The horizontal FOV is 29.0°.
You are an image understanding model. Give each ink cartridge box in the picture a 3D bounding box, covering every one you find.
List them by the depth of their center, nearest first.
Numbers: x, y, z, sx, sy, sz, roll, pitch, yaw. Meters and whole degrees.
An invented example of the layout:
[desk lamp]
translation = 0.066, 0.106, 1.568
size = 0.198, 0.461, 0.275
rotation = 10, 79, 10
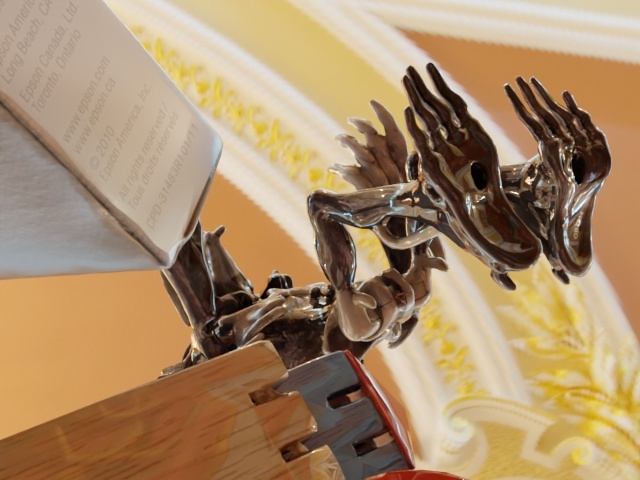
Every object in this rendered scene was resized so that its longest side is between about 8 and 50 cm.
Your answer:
[ink cartridge box]
translation = -0.236, -0.087, 0.388
size = 0.304, 0.307, 0.072
rotation = -3, -124, 32

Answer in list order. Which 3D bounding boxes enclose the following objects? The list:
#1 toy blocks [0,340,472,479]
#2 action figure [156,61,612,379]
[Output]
[toy blocks]
translation = 0.026, 0.170, 0.336
size = 0.261, 0.190, 0.381
rotation = -19, -110, -32
[action figure]
translation = 0.000, 0.000, 0.587
size = 0.164, 0.276, 0.140
rotation = -13, -101, -42
